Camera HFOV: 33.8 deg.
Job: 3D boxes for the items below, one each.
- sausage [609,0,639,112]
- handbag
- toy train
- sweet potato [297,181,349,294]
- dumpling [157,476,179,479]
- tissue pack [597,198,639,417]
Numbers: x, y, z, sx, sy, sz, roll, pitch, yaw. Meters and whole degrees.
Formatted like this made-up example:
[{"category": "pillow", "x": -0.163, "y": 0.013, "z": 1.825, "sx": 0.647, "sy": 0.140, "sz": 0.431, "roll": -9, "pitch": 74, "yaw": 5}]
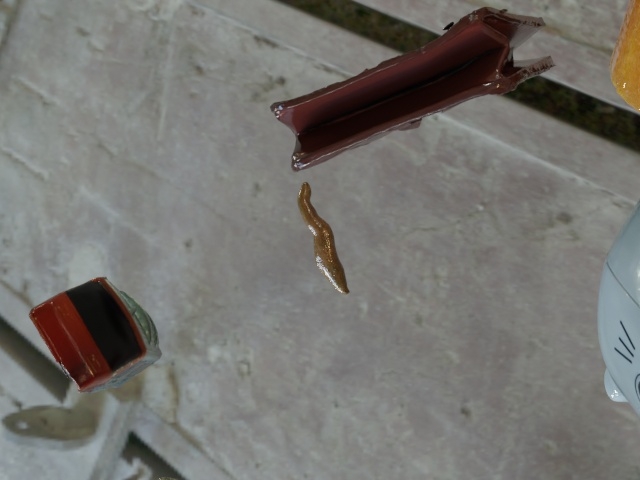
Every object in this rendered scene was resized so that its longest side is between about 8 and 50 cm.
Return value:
[{"category": "sausage", "x": 0.465, "y": -0.277, "z": 1.165, "sx": 0.233, "sy": 0.233, "sz": 0.287, "roll": 42, "pitch": 143, "yaw": 32}, {"category": "handbag", "x": 0.105, "y": -0.159, "z": 1.120, "sx": 0.260, "sy": 0.275, "sz": 0.084, "roll": -22, "pitch": 92, "yaw": 27}, {"category": "toy train", "x": -0.208, "y": 0.094, "z": 1.033, "sx": 0.089, "sy": 0.409, "sz": 0.086, "roll": -32, "pitch": 88, "yaw": -10}, {"category": "sweet potato", "x": 0.003, "y": -0.001, "z": 1.561, "sx": 0.044, "sy": 0.044, "sz": 0.179, "roll": -20, "pitch": 94, "yaw": 35}, {"category": "dumpling", "x": -0.019, "y": 0.281, "z": 0.675, "sx": 0.332, "sy": 0.086, "sz": 0.166, "roll": 16, "pitch": 94, "yaw": 35}, {"category": "tissue pack", "x": 0.371, "y": 0.095, "z": 0.805, "sx": 0.333, "sy": 0.229, "sz": 0.236, "roll": -122, "pitch": 42, "yaw": -50}]
